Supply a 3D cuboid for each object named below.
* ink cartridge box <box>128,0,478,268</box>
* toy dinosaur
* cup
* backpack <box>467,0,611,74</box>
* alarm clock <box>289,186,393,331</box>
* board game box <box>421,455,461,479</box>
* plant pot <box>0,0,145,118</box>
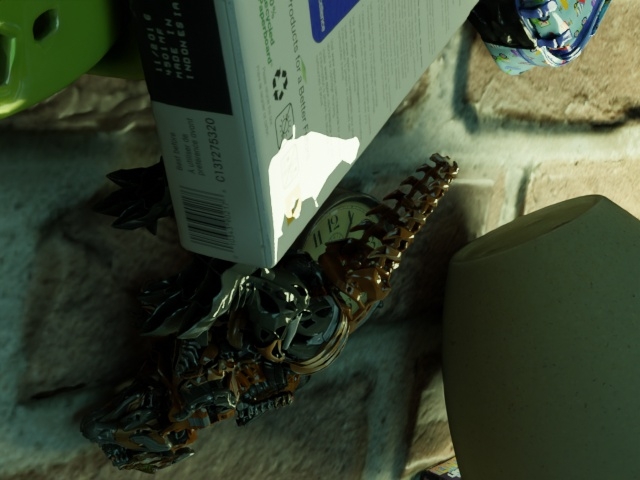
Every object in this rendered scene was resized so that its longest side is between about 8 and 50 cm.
[{"bbox_3d":[0.022,-0.162,0.595,0.371,0.069,0.176,-51,145,-43],"label":"ink cartridge box"},{"bbox_3d":[-0.048,0.039,0.736,0.322,0.164,0.218,-51,137,-12],"label":"toy dinosaur"},{"bbox_3d":[0.253,0.093,1.016,0.331,0.331,0.237,-29,96,-38],"label":"cup"},{"bbox_3d":[0.220,-0.239,0.967,0.158,0.117,0.173,-60,141,-11],"label":"backpack"},{"bbox_3d":[0.000,0.000,0.851,0.129,0.064,0.192,-33,129,-36],"label":"alarm clock"},{"bbox_3d":[0.219,0.284,1.140,0.170,0.141,0.048,-9,109,-45],"label":"board game box"},{"bbox_3d":[-0.192,-0.174,0.461,0.207,0.228,0.227,-20,118,-51],"label":"plant pot"}]
